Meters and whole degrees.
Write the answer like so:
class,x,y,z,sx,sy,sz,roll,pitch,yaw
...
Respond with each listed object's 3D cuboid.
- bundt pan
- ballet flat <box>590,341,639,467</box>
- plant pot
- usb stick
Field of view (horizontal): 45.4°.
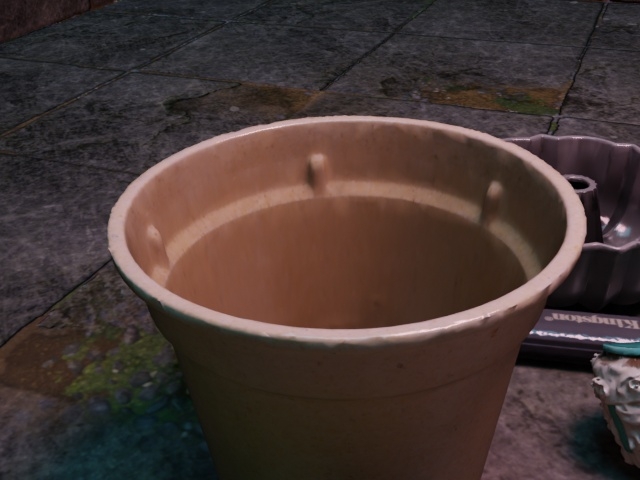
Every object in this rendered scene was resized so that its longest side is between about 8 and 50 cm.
class,x,y,z,sx,sy,sz,roll,pitch,yaw
bundt pan,0.324,-0.022,0.999,0.331,0.124,0.330,-2,31,1
ballet flat,0.450,0.132,0.729,0.409,0.146,0.147,-9,31,-8
plant pot,0.024,0.100,0.625,0.334,0.305,0.333,-2,30,1
usb stick,0.312,0.109,0.850,0.278,0.045,0.077,4,31,12
